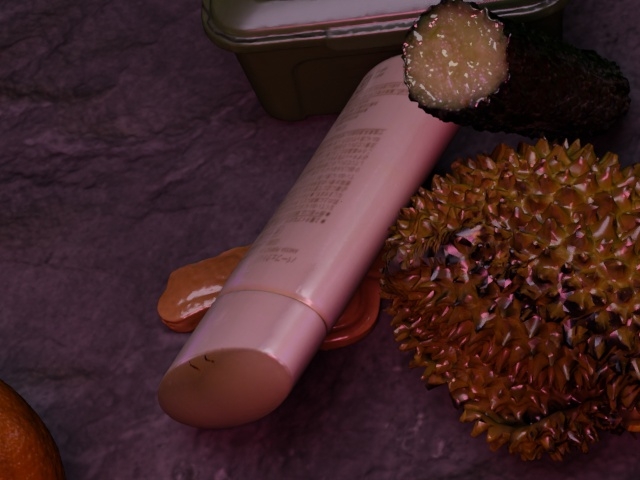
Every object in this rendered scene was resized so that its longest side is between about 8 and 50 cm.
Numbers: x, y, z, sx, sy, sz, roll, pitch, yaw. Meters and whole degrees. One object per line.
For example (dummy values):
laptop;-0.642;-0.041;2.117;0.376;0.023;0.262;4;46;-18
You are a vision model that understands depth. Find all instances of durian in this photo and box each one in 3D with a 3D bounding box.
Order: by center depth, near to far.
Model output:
durian;0.193;0.040;1.437;0.293;0.258;0.258;28;67;25

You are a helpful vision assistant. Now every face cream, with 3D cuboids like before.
face cream;0.000;0.000;1.524;0.081;0.173;0.348;40;65;-16

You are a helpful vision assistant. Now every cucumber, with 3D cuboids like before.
cucumber;0.174;-0.125;1.517;0.096;0.359;0.096;-2;86;26

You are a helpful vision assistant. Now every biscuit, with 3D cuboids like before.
biscuit;-0.019;0.041;1.607;0.236;0.040;0.144;-27;61;-4

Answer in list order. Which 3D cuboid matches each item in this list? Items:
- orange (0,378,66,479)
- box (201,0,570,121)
orange;-0.322;0.207;1.431;0.264;0.264;0.264;-6;56;9
box;0.071;-0.241;1.688;0.328;0.178;0.253;-5;55;11
